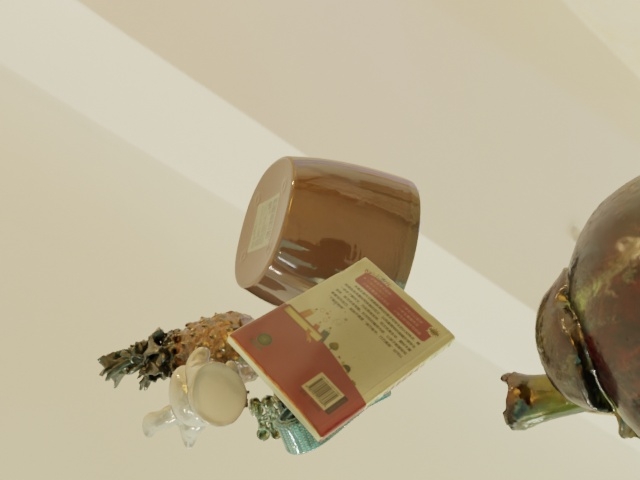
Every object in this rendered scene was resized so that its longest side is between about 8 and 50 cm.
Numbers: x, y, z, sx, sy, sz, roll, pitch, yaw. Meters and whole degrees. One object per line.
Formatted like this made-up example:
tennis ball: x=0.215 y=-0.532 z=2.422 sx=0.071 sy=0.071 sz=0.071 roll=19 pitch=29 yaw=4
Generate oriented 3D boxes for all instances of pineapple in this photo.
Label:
pineapple: x=-0.260 y=0.216 z=1.317 sx=0.170 sy=0.309 sz=0.141 roll=-59 pitch=-44 yaw=-70

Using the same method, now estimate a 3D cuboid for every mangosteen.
mangosteen: x=0.260 y=0.068 z=0.521 sx=0.231 sy=0.289 sz=0.232 roll=21 pitch=-127 yaw=-30

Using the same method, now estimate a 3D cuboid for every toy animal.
toy animal: x=-0.209 y=0.257 z=1.142 sx=0.103 sy=0.220 sz=0.131 roll=14 pitch=-120 yaw=-31

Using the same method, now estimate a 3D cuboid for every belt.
belt: x=0.012 y=0.196 z=0.871 sx=0.179 sy=0.100 sz=0.065 roll=-24 pitch=-74 yaw=-32

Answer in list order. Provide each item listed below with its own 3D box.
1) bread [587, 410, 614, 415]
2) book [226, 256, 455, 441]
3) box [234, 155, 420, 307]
bread: x=0.569 y=0.233 z=1.275 sx=0.211 sy=0.223 sz=0.184 roll=32 pitch=-120 yaw=-73
book: x=0.029 y=0.116 z=0.826 sx=0.231 sy=0.022 sz=0.162 roll=-27 pitch=-122 yaw=-37
box: x=0.000 y=0.000 z=1.153 sx=0.216 sy=0.301 sz=0.301 roll=18 pitch=-109 yaw=-23
